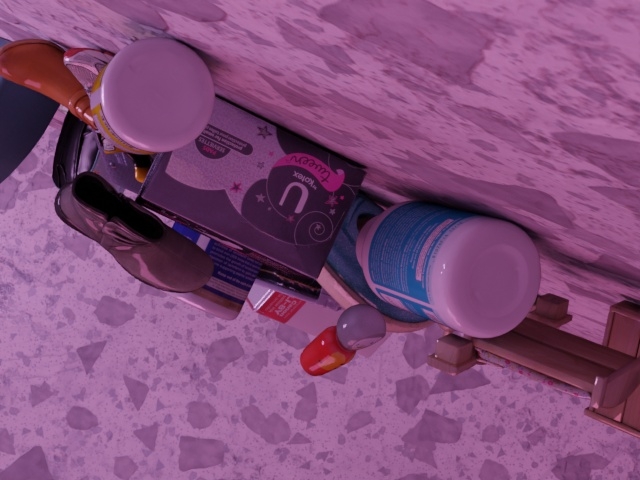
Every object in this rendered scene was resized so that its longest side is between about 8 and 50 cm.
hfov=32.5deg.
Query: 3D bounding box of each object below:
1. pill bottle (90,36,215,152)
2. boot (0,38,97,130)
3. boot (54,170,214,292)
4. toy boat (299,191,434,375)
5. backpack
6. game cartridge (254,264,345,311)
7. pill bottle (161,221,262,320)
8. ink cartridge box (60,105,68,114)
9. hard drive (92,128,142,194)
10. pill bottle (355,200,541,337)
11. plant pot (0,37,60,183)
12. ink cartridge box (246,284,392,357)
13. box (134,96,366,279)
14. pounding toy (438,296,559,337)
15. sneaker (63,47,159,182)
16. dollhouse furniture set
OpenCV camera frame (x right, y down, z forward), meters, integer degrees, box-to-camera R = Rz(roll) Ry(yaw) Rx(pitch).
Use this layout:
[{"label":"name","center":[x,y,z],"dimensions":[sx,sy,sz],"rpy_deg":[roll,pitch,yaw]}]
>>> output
[{"label":"pill bottle","center":[-0.188,-0.153,1.197],"dimensions":[0.117,0.117,0.215],"rpy_deg":[25,177,-16]},{"label":"boot","center":[-0.347,-0.205,1.529],"dimensions":[0.197,0.073,0.152],"rpy_deg":[9,-147,-43]},{"label":"boot","center":[-0.230,-0.002,1.420],"dimensions":[0.247,0.083,0.161],"rpy_deg":[32,167,-21]},{"label":"toy boat","center":[0.070,0.065,1.604],"dimensions":[0.267,0.318,0.148],"rpy_deg":[40,131,-12]},{"label":"backpack","center":[-0.372,-0.155,1.877],"dimensions":[0.144,0.188,0.166],"rpy_deg":[27,175,-41]},{"label":"game cartridge","center":[-0.052,0.049,1.914],"dimensions":[0.294,0.060,0.196],"rpy_deg":[18,-173,16]},{"label":"pill bottle","center":[-0.146,-0.022,1.706],"dimensions":[0.153,0.264,0.153],"rpy_deg":[25,178,1]},{"label":"ink cartridge box","center":[-0.371,-0.186,2.109],"dimensions":[0.171,0.056,0.235],"rpy_deg":[22,163,33]},{"label":"hard drive","center":[-0.264,-0.146,1.670],"dimensions":[0.255,0.054,0.172],"rpy_deg":[18,131,48]},{"label":"pill bottle","center":[0.148,0.028,1.404],"dimensions":[0.146,0.146,0.264],"rpy_deg":[26,177,-29]},{"label":"plant pot","center":[-0.571,-0.221,1.861],"dimensions":[0.166,0.234,0.166],"rpy_deg":[23,176,24]},{"label":"ink cartridge box","center":[-0.021,0.061,2.288],"dimensions":[0.385,0.160,0.279],"rpy_deg":[27,-160,-46]},{"label":"box","center":[-0.092,-0.070,1.424],"dimensions":[0.247,0.163,0.142],"rpy_deg":[26,174,-12]},{"label":"pounding toy","center":[0.330,0.139,2.097],"dimensions":[0.237,0.110,0.183],"rpy_deg":[-9,143,-3]},{"label":"sneaker","center":[-0.262,-0.165,1.456],"dimensions":[0.088,0.092,0.225],"rpy_deg":[8,144,49]},{"label":"dollhouse furniture set","center":[0.350,0.211,1.393],"dimensions":[0.303,0.173,0.356],"rpy_deg":[20,-157,37]}]
